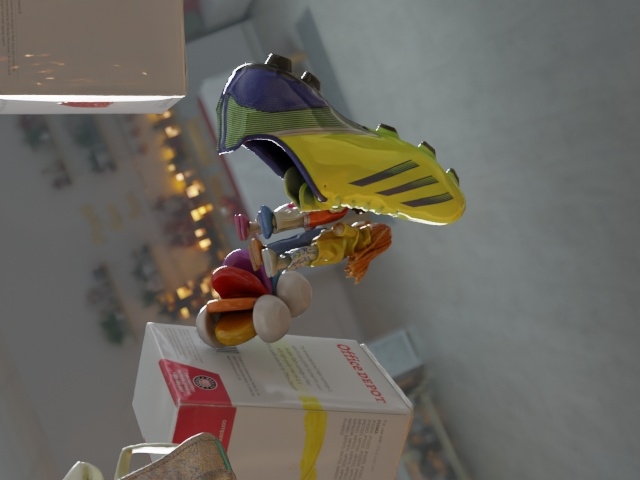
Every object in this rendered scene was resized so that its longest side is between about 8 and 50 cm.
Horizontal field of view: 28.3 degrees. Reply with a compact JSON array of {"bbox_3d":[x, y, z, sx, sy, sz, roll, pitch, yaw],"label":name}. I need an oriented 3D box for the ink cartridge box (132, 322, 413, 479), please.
[{"bbox_3d":[-0.083,0.271,2.042,0.279,0.385,0.160,-129,48,-63],"label":"ink cartridge box"}]

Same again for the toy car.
[{"bbox_3d":[-0.115,0.083,2.008,0.182,0.159,0.136,-47,-59,-53],"label":"toy car"}]

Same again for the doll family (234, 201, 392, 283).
[{"bbox_3d":[0.000,0.000,1.564,0.263,0.163,0.118,178,78,-76],"label":"doll family"}]

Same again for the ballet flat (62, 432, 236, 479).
[{"bbox_3d":[-0.237,0.301,1.478,0.107,0.316,0.106,41,-148,-59],"label":"ballet flat"}]

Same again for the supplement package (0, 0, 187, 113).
[{"bbox_3d":[-0.346,-0.270,1.756,0.177,0.293,0.175,169,99,-72],"label":"supplement package"}]

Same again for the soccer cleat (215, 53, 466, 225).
[{"bbox_3d":[0.019,-0.066,1.222,0.289,0.121,0.093,29,158,-30],"label":"soccer cleat"}]
